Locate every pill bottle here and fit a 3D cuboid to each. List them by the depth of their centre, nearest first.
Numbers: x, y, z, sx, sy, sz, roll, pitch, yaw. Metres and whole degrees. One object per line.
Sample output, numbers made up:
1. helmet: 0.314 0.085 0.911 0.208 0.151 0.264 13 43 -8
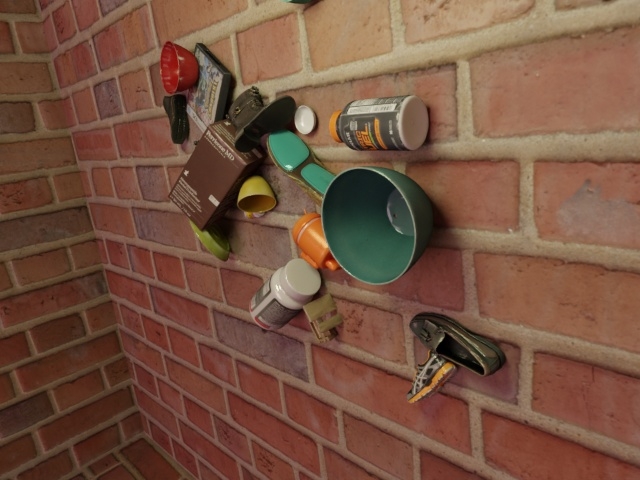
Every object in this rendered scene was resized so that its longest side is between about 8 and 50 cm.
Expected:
1. pill bottle: 0.137 -0.293 1.151 0.245 0.130 0.131 11 113 44
2. pill bottle: -0.123 0.189 1.582 0.161 0.161 0.283 58 136 13
3. pill bottle: -0.242 -0.104 1.679 0.083 0.043 0.044 -4 102 47

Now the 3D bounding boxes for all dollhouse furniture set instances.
1. dollhouse furniture set: -0.022 0.286 1.542 0.151 0.123 0.144 -34 80 47

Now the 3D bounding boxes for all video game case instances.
1. video game case: -0.419 -0.540 1.671 0.248 0.035 0.275 51 135 33

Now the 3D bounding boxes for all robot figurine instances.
1. robot figurine: 0.001 -0.002 1.408 0.219 0.128 0.158 43 159 25

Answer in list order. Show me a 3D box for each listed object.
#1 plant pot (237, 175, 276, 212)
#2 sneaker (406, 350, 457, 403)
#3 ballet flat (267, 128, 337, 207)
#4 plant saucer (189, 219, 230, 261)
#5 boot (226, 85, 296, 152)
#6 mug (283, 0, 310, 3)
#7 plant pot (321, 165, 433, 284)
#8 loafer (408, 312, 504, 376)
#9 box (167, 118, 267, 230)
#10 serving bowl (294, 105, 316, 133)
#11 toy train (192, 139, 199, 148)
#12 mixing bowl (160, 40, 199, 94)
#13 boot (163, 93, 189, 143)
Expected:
1. plant pot: -0.227 -0.169 1.590 0.134 0.134 0.095 -36 55 47
2. sneaker: 0.303 0.388 1.288 0.083 0.084 0.215 56 134 33
3. ballet flat: -0.046 -0.209 1.398 0.348 0.123 0.123 45 133 27
4. plant saucer: -0.434 -0.024 1.818 0.037 0.241 0.241 -35 76 4
5. boot: -0.203 -0.423 1.448 0.262 0.091 0.229 -32 48 21
6. mug: -0.064 -0.716 1.219 0.158 0.097 0.129 53 136 18
7. plant pot: 0.171 -0.056 1.158 0.290 0.195 0.291 19 118 40
8. loafer: 0.339 0.269 1.191 0.267 0.084 0.096 21 119 40
9. box: -0.378 -0.230 1.641 0.191 0.143 0.381 45 125 2
10. serving bowl: -0.041 -0.368 1.381 0.083 0.027 0.084 19 118 40
11. toy train: -0.440 -0.343 1.746 0.158 0.027 0.036 36 137 31
12. mixing bowl: -0.505 -0.623 1.654 0.181 0.098 0.182 15 109 49
13. boot: -0.611 -0.506 1.895 0.137 0.076 0.198 19 105 45
